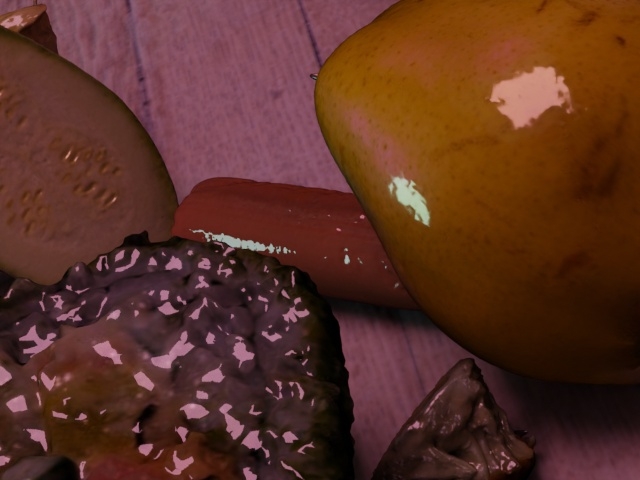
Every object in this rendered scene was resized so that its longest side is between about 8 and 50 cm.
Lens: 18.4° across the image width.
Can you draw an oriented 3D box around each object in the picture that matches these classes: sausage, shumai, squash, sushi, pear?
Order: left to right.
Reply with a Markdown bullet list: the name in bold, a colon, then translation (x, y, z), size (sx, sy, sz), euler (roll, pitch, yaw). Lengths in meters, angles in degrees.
- **squash**: translation (-0.248, -0.072, 1.621), size (0.260, 0.189, 0.189), euler (27, 55, 15)
- **sushi**: translation (-0.119, 0.164, 1.285), size (0.294, 0.178, 0.352), euler (-7, 43, 1)
- **sausage**: translation (0.000, 0.001, 1.549), size (0.289, 0.086, 0.086), euler (10, 48, 37)
- **shumai**: translation (0.095, 0.147, 1.322), size (0.087, 0.124, 0.099), euler (36, 37, 9)
- **pear**: translation (0.153, -0.047, 1.362), size (0.285, 0.285, 0.336), euler (-41, 34, -20)

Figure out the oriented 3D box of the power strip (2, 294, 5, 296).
- **power strip**: translation (-0.241, 0.136, 1.541), size (0.105, 0.070, 0.257), euler (-24, 37, -3)

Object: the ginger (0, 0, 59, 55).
- **ginger**: translation (-0.268, -0.113, 1.813), size (0.138, 0.152, 0.267), euler (-16, 50, -30)
